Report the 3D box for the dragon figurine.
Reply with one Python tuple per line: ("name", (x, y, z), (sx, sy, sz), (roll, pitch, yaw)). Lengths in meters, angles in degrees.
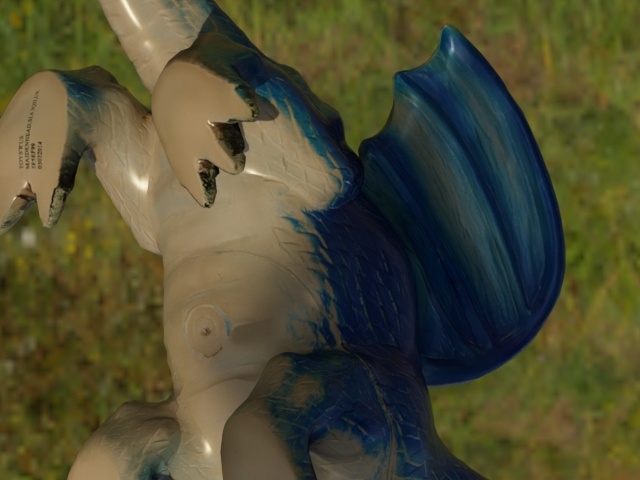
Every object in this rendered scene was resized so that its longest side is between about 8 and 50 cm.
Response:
("dragon figurine", (0.000, 0.000, 0.467), (0.085, 0.289, 0.144), (-19, 173, 34))
